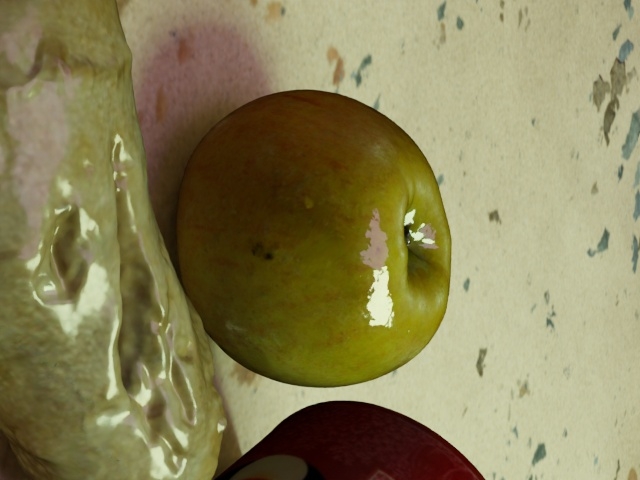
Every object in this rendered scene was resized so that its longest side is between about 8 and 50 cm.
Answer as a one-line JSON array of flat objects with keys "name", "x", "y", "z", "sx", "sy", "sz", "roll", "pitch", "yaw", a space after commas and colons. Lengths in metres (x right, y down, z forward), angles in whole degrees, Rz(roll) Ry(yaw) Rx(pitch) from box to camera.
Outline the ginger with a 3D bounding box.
[{"name": "ginger", "x": -0.137, "y": 0.002, "z": 0.762, "sx": 0.190, "sy": 0.126, "sz": 0.354, "roll": -50, "pitch": 130, "yaw": -48}]

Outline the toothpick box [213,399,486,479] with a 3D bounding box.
[{"name": "toothpick box", "x": -0.047, "y": 0.251, "z": 0.843, "sx": 0.333, "sy": 0.204, "sz": 0.204, "roll": -37, "pitch": 121, "yaw": -49}]

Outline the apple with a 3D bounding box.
[{"name": "apple", "x": 0.000, "y": 0.000, "z": 0.935, "sx": 0.182, "sy": 0.155, "sz": 0.182, "roll": -5, "pitch": 97, "yaw": -53}]
